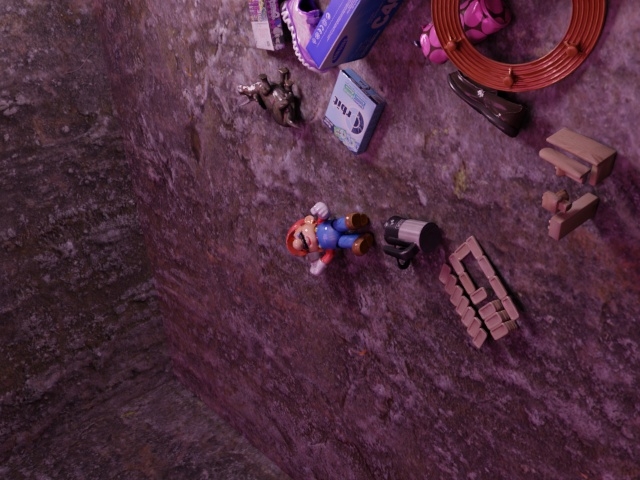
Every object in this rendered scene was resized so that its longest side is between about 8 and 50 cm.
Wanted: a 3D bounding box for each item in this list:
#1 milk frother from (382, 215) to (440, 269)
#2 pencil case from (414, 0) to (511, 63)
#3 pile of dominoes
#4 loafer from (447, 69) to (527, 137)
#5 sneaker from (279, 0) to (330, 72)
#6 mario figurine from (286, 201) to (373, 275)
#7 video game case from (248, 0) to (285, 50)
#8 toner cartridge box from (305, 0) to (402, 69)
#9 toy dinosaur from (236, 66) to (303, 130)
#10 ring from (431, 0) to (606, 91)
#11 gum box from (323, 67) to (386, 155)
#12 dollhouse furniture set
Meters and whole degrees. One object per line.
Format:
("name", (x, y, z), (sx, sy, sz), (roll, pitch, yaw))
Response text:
("milk frother", (0.254, 0.015, 1.774), (0.143, 0.129, 0.135), (36, 167, -38))
("pencil case", (0.307, -0.463, 1.410), (0.209, 0.095, 0.098), (-17, 88, 54))
("pile of dominoes", (0.412, 0.136, 1.685), (0.251, 0.040, 0.196), (64, 147, 19))
("loafer", (0.371, -0.315, 1.436), (0.078, 0.080, 0.220), (-51, 62, 17))
("sneaker", (-0.025, -0.580, 1.797), (0.104, 0.095, 0.236), (-28, 85, 48))
("mario figurine", (0.000, 0.000, 2.021), (0.321, 0.170, 0.198), (-7, 69, 47))
("video game case", (-0.164, -0.666, 1.903), (0.232, 0.042, 0.210), (-136, 34, -66))
("toner cartridge box", (0.107, -0.562, 1.556), (0.075, 0.165, 0.348), (59, 146, 12))
("toy dinosaur", (-0.125, -0.429, 2.025), (0.313, 0.121, 0.160), (43, 152, 24))
("ring", (0.373, -0.444, 1.268), (0.337, 0.032, 0.336), (19, 133, 22))
("gum box", (0.090, -0.355, 1.810), (0.157, 0.041, 0.184), (49, 142, 24))
("dollhouse furniture set", (0.493, -0.117, 1.334), (0.123, 0.144, 0.151), (41, 153, 40))
